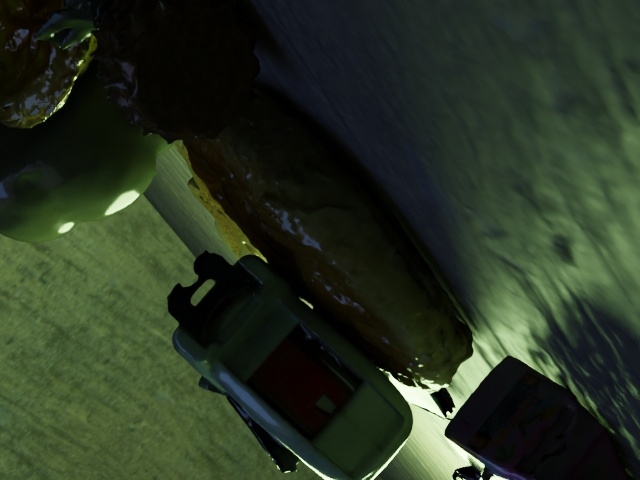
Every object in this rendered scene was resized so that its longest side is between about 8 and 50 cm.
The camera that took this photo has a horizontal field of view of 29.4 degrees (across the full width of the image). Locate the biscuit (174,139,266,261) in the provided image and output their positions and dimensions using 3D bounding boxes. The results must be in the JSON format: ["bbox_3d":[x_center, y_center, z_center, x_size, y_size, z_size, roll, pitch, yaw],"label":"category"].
[{"bbox_3d":[-0.114,-0.045,1.508,0.153,0.030,0.234,40,162,36],"label":"biscuit"}]

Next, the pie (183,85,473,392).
[{"bbox_3d":[0.000,0.000,1.048,0.339,0.083,0.339,45,172,8],"label":"pie"}]

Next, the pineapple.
[{"bbox_3d":[-0.147,-0.167,0.920,0.130,0.119,0.277,31,-175,-35],"label":"pineapple"}]

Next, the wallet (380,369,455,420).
[{"bbox_3d":[0.084,0.138,1.403,0.122,0.031,0.232,55,169,-11],"label":"wallet"}]

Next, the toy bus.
[{"bbox_3d":[0.189,0.206,0.958,0.112,0.090,0.274,30,163,41],"label":"toy bus"}]

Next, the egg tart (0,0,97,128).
[{"bbox_3d":[-0.274,-0.226,1.178,0.106,0.241,0.241,-7,-139,-45],"label":"egg tart"}]

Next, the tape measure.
[{"bbox_3d":[-0.036,0.122,1.110,0.246,0.125,0.243,44,174,-1],"label":"tape measure"}]

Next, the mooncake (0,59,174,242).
[{"bbox_3d":[-0.277,-0.119,1.320,0.275,0.275,0.135,39,170,50],"label":"mooncake"}]
